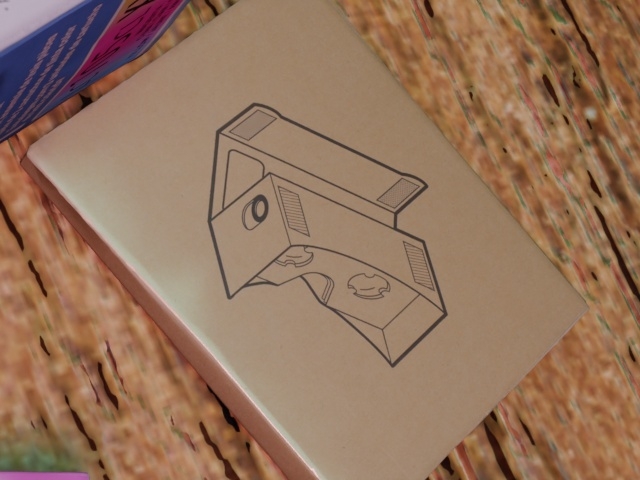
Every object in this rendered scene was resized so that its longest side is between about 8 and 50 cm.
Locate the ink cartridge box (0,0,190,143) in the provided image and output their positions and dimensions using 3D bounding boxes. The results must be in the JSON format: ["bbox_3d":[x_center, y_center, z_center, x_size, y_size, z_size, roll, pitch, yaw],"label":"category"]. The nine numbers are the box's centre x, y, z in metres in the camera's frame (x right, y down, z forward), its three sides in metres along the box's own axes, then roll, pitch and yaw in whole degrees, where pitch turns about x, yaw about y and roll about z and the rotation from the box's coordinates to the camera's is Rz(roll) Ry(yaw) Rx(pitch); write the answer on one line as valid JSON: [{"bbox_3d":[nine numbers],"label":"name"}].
[{"bbox_3d":[-0.253,-0.097,0.506,0.270,0.151,0.395,50,53,1],"label":"ink cartridge box"}]

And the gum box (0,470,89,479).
[{"bbox_3d":[-0.127,0.160,0.508,0.107,0.062,0.188,5,66,-27],"label":"gum box"}]

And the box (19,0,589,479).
[{"bbox_3d":[0.000,0.000,0.676,0.201,0.021,0.164,50,55,0],"label":"box"}]
